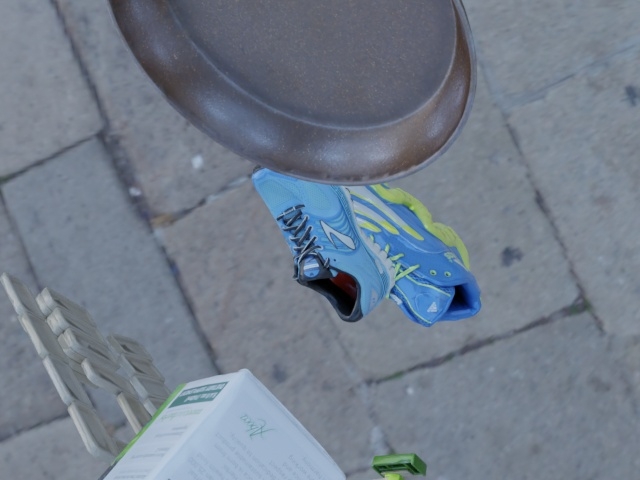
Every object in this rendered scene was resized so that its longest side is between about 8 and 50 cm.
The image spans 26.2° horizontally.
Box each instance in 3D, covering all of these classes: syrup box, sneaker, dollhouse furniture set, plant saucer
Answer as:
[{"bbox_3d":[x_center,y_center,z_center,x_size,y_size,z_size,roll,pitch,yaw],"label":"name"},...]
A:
[{"bbox_3d":[-0.102,0.191,0.772,0.096,0.237,0.093,48,151,-12],"label":"syrup box"},{"bbox_3d":[0.064,0.005,1.244,0.091,0.240,0.126,-55,38,17],"label":"sneaker"},{"bbox_3d":[0.000,0.000,1.128,0.063,0.073,0.162,-26,111,38],"label":"sneaker"},{"bbox_3d":[0.082,0.325,1.624,0.058,0.151,0.076,-13,140,32],"label":"dollhouse furniture set"},{"bbox_3d":[-0.011,-0.094,0.566,0.168,0.029,0.168,18,141,15],"label":"plant saucer"}]

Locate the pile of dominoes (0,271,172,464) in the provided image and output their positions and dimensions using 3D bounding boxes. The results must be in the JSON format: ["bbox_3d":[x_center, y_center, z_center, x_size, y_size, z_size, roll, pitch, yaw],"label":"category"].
[{"bbox_3d":[-0.182,0.139,1.173,0.040,0.196,0.251,-45,46,7],"label":"pile of dominoes"}]
